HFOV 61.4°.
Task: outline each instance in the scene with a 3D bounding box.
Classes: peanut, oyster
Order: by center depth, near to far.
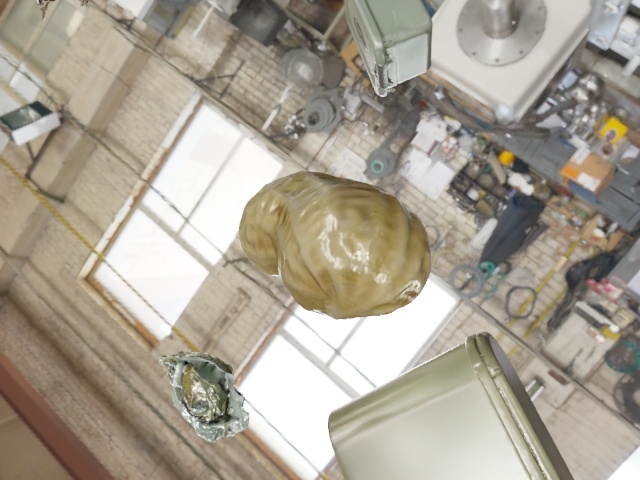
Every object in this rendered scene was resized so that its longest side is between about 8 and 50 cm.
[{"bbox_3d":[-0.125,0.167,0.590,0.037,0.098,0.101,-1,-102,-73],"label":"oyster"},{"bbox_3d":[0.000,0.000,0.604,0.140,0.154,0.325,17,178,-30],"label":"peanut"}]

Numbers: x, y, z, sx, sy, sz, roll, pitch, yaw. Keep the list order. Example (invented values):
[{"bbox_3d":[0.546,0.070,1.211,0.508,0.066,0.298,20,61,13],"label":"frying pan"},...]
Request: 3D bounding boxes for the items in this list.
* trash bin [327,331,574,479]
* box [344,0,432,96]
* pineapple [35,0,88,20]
[{"bbox_3d":[0.158,0.273,0.678,0.121,0.247,0.244,24,-141,-63],"label":"trash bin"},{"bbox_3d":[0.098,-0.311,0.774,0.124,0.092,0.172,67,-175,-68],"label":"box"},{"bbox_3d":[-0.280,-0.339,0.549,0.224,0.225,0.076,37,-174,6],"label":"pineapple"}]
